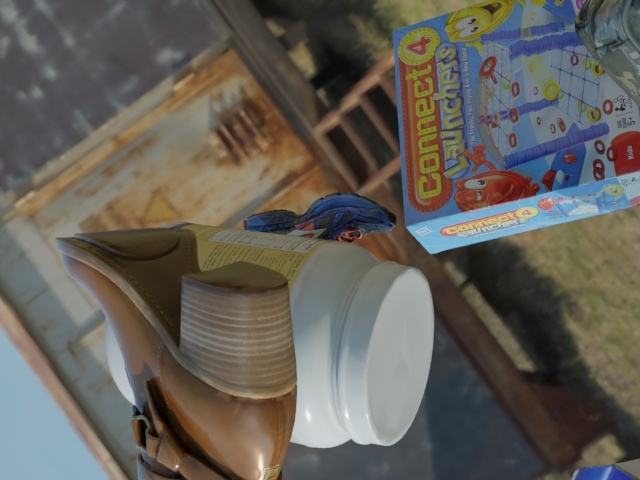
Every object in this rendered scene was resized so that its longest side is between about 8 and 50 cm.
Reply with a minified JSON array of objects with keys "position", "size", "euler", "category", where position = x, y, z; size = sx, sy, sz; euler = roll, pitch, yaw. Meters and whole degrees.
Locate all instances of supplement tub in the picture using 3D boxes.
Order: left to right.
[{"position":[-0.057,0.110,1.331],"size":[0.331,0.241,0.241],"euler":[7,156,25],"category":"supplement tub"}]

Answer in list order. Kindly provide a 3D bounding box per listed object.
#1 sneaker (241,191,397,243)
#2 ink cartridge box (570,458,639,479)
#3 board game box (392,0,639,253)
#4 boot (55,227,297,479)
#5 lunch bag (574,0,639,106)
[{"position":[0.000,0.000,1.450],"size":[0.083,0.221,0.087],"euler":[26,-124,-52],"category":"sneaker"},{"position":[0.381,0.297,1.200],"size":[0.065,0.333,0.165],"euler":[49,133,46],"category":"ink cartridge box"},{"position":[0.252,-0.166,1.430],"size":[0.086,0.302,0.308],"euler":[42,-140,-54],"category":"board game box"},{"position":[-0.117,0.109,0.879],"size":[0.283,0.109,0.220],"euler":[16,110,42],"category":"boot"},{"position":[0.400,-0.178,1.100],"size":[0.305,0.212,0.256],"euler":[44,180,-6],"category":"lunch bag"}]
